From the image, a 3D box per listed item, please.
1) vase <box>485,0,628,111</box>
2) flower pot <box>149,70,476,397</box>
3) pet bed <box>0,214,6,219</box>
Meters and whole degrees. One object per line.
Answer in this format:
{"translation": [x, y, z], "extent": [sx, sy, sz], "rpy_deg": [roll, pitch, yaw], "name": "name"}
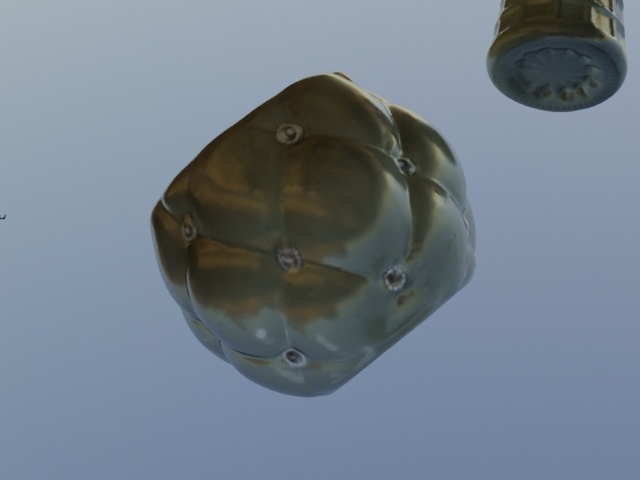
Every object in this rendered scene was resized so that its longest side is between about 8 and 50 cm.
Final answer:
{"translation": [0.212, -0.260, 1.050], "extent": [0.143, 0.143, 0.299], "rpy_deg": [-9, -123, 36], "name": "vase"}
{"translation": [0.000, 0.000, 0.938], "extent": [0.246, 0.195, 0.246], "rpy_deg": [-38, 173, -5], "name": "flower pot"}
{"translation": [-0.359, -0.006, 1.013], "extent": [0.201, 0.054, 0.201], "rpy_deg": [-17, 179, 0], "name": "pet bed"}
